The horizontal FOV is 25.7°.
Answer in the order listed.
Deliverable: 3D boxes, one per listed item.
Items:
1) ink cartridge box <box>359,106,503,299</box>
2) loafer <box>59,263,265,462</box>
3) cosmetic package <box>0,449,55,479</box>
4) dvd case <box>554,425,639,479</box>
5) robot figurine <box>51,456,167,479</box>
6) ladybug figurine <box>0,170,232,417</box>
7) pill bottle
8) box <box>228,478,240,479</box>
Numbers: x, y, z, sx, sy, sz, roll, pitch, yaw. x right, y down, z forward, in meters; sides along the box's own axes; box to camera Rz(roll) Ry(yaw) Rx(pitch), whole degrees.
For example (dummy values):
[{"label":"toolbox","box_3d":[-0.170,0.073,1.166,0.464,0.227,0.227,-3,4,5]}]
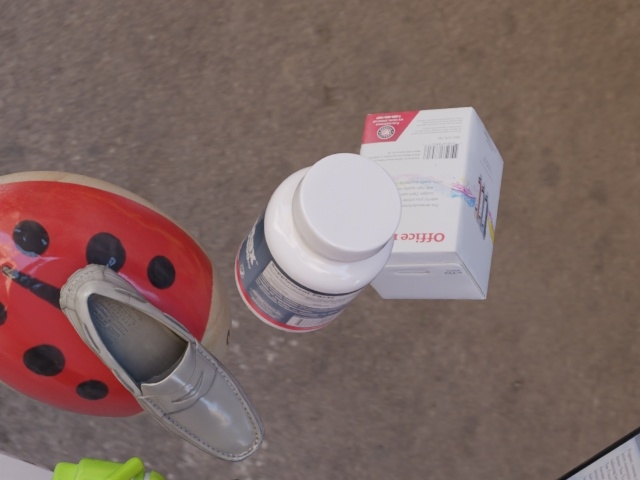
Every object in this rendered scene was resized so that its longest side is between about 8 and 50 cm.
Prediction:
[{"label":"ink cartridge box","box_3d":[0.116,-0.037,1.531,0.127,0.128,0.176,51,44,-55]},{"label":"loafer","box_3d":[-0.185,0.158,1.679,0.319,0.111,0.112,44,86,-19]},{"label":"cosmetic package","box_3d":[-0.390,0.282,1.683,0.239,0.099,0.060,28,73,-36]},{"label":"dvd case","box_3d":[0.204,0.228,0.996,0.253,0.180,0.022,-39,118,24]},{"label":"robot figurine","box_3d":[-0.182,0.230,1.241,0.115,0.067,0.101,12,125,-5]},{"label":"ladybug figurine","box_3d":[-0.300,0.082,1.810,0.449,0.162,0.305,26,93,-28]},{"label":"pill bottle","box_3d":[0.000,0.000,1.135,0.108,0.180,0.108,6,68,-15]},{"label":"box","box_3d":[-0.145,0.432,1.686,0.163,0.142,0.247,3,108,-51]}]
